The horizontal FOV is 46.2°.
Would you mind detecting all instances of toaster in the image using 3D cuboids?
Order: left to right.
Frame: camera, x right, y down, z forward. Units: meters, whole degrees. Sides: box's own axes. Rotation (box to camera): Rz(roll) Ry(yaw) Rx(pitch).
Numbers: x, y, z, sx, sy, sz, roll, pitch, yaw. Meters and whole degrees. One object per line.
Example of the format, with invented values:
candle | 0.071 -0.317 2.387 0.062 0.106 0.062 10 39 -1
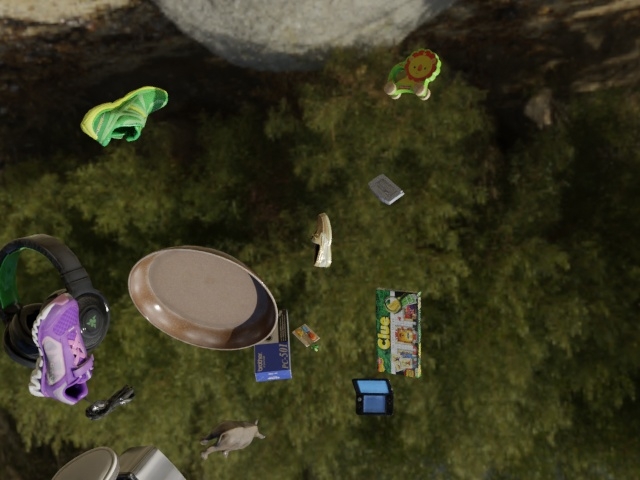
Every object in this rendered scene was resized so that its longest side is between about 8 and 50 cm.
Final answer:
toaster | -0.449 0.626 1.940 0.186 0.168 0.110 -21 -158 46

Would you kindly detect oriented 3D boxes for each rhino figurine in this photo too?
rhino figurine | -0.216 0.503 1.926 0.106 0.073 0.243 -36 159 11

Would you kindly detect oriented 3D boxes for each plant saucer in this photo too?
plant saucer | -0.234 0.111 1.526 0.311 0.310 0.050 -2 -135 17

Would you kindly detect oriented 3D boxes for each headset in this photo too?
headset | -0.510 0.172 1.514 0.243 0.394 0.185 -23 179 34

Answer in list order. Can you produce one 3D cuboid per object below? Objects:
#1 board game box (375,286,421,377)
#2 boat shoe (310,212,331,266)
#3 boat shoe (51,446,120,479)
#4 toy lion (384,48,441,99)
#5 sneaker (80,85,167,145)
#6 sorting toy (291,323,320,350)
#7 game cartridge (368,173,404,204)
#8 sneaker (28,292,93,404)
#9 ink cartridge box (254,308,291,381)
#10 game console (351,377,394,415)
board game box | 0.229 0.270 2.205 0.136 0.259 0.030 4 -166 29
boat shoe | 0.000 0.000 1.851 0.045 0.135 0.050 -4 -177 -19
boat shoe | -0.538 0.573 1.596 0.112 0.335 0.095 42 178 33
toy lion | 0.179 -0.320 1.437 0.100 0.096 0.034 8 172 32
sneaker | -0.546 -0.347 2.143 0.295 0.123 0.109 -39 -179 -42
sorting toy | -0.028 0.254 1.954 0.083 0.012 0.062 41 -144 19
game cartridge | 0.160 -0.126 1.861 0.056 0.017 0.083 -33 -122 -19
sneaker | -0.453 0.203 1.346 0.105 0.236 0.095 27 -148 18
ink cartridge box | -0.135 0.290 2.091 0.097 0.046 0.207 -5 -132 0
game console | 0.161 0.485 2.320 0.122 0.107 0.071 -3 161 19
